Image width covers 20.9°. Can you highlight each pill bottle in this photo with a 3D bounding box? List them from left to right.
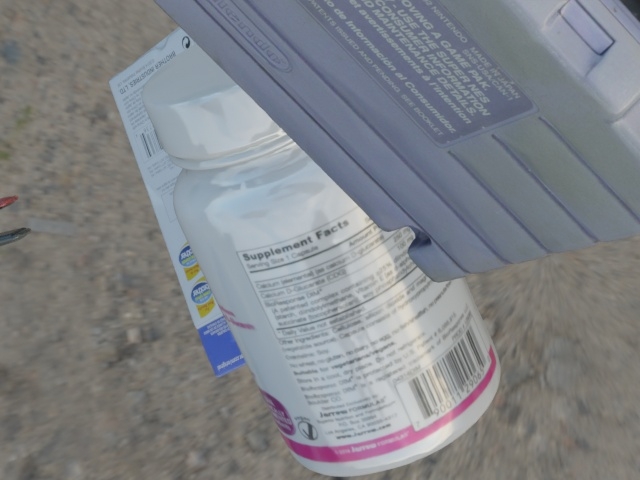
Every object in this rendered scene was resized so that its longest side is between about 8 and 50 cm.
[{"bbox_3d":[0.000,0.000,1.147,0.160,0.160,0.283,-21,113,7],"label":"pill bottle"}]

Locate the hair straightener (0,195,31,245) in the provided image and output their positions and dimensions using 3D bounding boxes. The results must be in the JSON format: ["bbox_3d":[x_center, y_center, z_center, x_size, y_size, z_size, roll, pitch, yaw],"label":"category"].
[{"bbox_3d":[-0.435,0.028,2.009,0.230,0.047,0.089,-22,97,14],"label":"hair straightener"}]

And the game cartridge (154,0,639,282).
[{"bbox_3d":[0.001,-0.131,0.747,0.355,0.230,0.068,45,62,-14],"label":"game cartridge"}]

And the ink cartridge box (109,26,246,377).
[{"bbox_3d":[-0.079,-0.046,1.600,0.185,0.065,0.311,-28,76,46],"label":"ink cartridge box"}]
